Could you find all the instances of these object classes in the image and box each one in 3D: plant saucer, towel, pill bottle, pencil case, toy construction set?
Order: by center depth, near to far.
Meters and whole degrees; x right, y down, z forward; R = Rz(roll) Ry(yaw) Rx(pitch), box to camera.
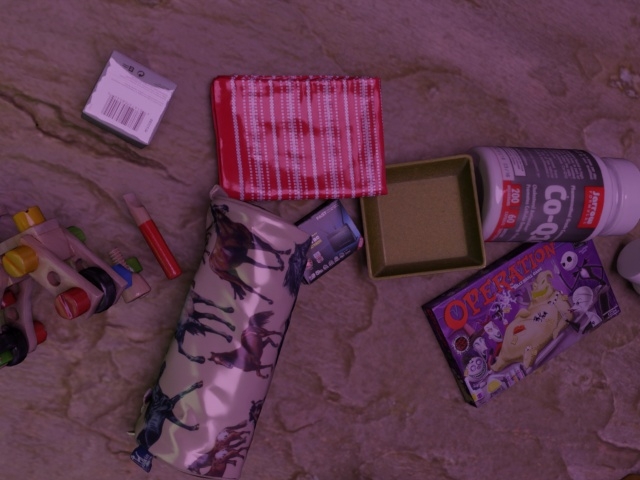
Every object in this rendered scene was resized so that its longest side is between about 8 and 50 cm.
[{"bbox_3d":[-0.373,0.011,0.958,0.309,0.257,0.237,-29,89,-36],"label":"toy construction set"},{"bbox_3d":[-0.145,0.135,1.046,0.184,0.160,0.410,18,89,6],"label":"pencil case"},{"bbox_3d":[-0.031,-0.162,1.125,0.275,0.031,0.198,-3,91,-12],"label":"towel"},{"bbox_3d":[0.164,-0.035,1.172,0.189,0.045,0.188,-7,82,8],"label":"plant saucer"},{"bbox_3d":[0.385,-0.076,1.214,0.284,0.161,0.161,0,93,-13],"label":"pill bottle"},{"bbox_3d":[0.661,0.071,1.359,0.187,0.112,0.111,27,84,-19],"label":"pill bottle"}]

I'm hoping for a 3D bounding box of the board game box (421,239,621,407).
[{"bbox_3d":[0.370,0.124,1.296,0.347,0.056,0.208,-29,98,-15],"label":"board game box"}]

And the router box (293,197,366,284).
[{"bbox_3d":[0.000,0.000,1.162,0.122,0.038,0.092,-36,103,-14],"label":"router box"}]

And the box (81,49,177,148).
[{"bbox_3d":[-0.275,-0.199,1.029,0.101,0.087,0.101,27,83,-19],"label":"box"}]

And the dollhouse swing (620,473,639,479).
[{"bbox_3d":[0.662,0.660,1.290,0.315,0.305,0.346,-26,102,-16],"label":"dollhouse swing"}]
